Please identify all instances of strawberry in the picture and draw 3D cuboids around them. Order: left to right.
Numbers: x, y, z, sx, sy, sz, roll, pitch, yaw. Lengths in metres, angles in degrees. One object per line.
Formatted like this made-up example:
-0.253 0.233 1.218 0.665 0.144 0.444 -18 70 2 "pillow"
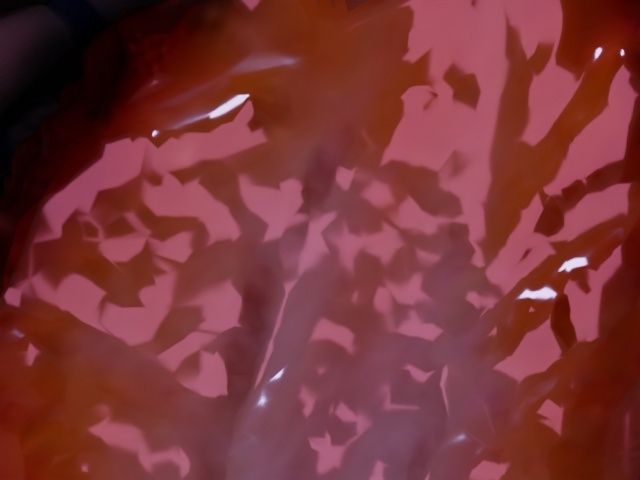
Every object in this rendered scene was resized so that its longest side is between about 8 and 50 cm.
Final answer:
0.000 0.000 0.516 0.265 0.149 0.336 6 116 -16 "strawberry"

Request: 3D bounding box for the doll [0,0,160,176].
-0.140 -0.042 0.457 0.227 0.057 0.114 -49 142 -12 "doll"
